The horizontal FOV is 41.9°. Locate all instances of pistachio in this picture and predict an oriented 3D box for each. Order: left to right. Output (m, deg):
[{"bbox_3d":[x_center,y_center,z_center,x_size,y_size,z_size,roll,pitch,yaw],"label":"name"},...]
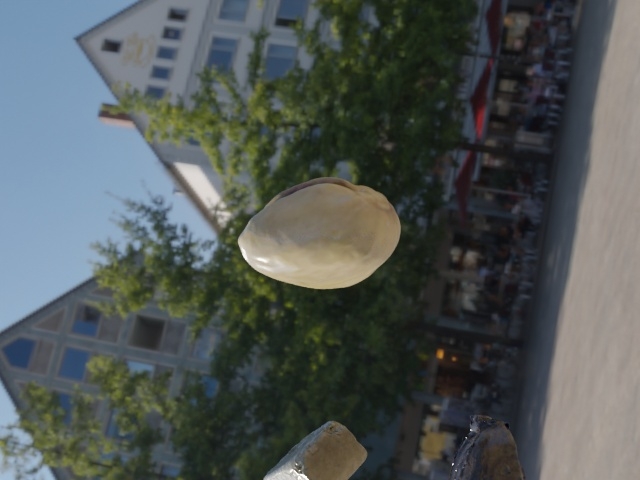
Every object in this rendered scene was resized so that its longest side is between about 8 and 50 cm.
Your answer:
[{"bbox_3d":[0.000,0.000,1.035,0.117,0.200,0.145,-74,-33,-70],"label":"pistachio"}]

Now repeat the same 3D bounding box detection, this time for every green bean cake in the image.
[{"bbox_3d":[-0.011,0.364,1.341,0.109,0.085,0.179,-39,-6,-31],"label":"green bean cake"}]

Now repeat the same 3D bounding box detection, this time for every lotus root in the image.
[{"bbox_3d":[0.173,0.360,0.933,0.167,0.078,0.329,144,129,-66],"label":"lotus root"}]
